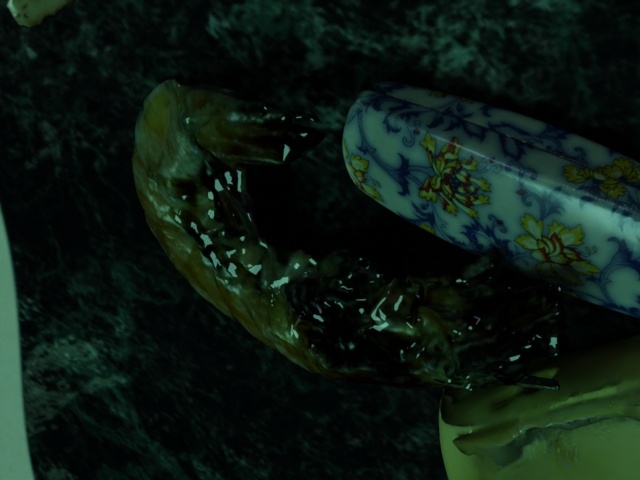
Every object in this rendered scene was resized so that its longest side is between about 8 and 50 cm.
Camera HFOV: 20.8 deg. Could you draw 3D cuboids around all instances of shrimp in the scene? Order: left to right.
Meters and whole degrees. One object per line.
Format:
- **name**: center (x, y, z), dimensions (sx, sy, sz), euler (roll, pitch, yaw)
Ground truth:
- **shrimp**: center (0.000, 0.000, 1.058), dimensions (0.365, 0.071, 0.233), euler (7, 135, 54)

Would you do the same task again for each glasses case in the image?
- **glasses case**: center (0.125, -0.022, 0.991), dimensions (0.248, 0.065, 0.087), euler (25, 146, 22)

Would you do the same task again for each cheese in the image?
- **cheese**: center (0.229, 0.197, 1.067), dimensions (0.259, 0.128, 0.316), euler (-18, 107, 53)

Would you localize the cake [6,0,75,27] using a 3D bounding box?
- **cake**: center (-0.076, -0.214, 0.857), dimensions (0.135, 0.246, 0.112), euler (-15, 116, 22)
